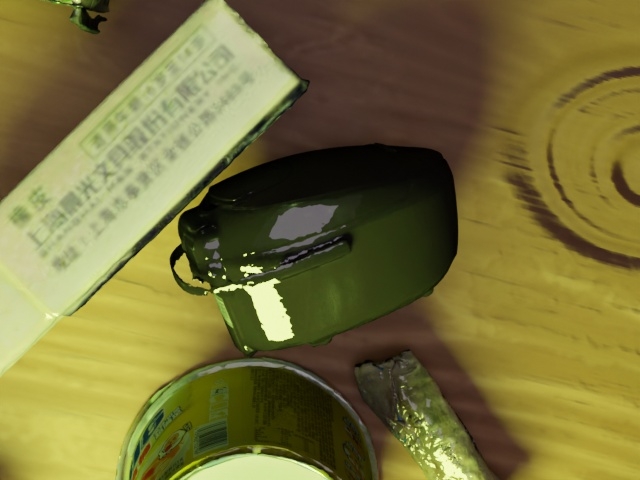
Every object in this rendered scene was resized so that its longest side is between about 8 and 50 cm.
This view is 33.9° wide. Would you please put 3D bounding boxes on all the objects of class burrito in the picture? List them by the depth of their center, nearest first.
[{"bbox_3d":[0.090,0.154,0.798,0.051,0.042,0.171,-31,95,28],"label":"burrito"}]

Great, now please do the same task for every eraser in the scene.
[{"bbox_3d":[-0.140,-0.035,0.712,0.287,0.130,0.086,-44,98,3],"label":"eraser"}]

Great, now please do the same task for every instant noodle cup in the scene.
[{"bbox_3d":[-0.048,0.194,0.740,0.205,0.153,0.205,-1,96,-5],"label":"instant noodle cup"}]

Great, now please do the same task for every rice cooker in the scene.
[{"bbox_3d":[-0.001,0.000,0.722,0.203,0.142,0.118,-19,108,-10],"label":"rice cooker"}]

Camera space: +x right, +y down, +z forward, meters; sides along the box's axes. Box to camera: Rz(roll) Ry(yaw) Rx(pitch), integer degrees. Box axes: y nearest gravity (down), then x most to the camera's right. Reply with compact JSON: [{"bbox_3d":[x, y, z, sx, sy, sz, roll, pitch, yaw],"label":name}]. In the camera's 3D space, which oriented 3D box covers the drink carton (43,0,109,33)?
[{"bbox_3d":[-0.171,-0.276,0.662,0.108,0.161,0.271,11,99,-7],"label":"drink carton"}]
